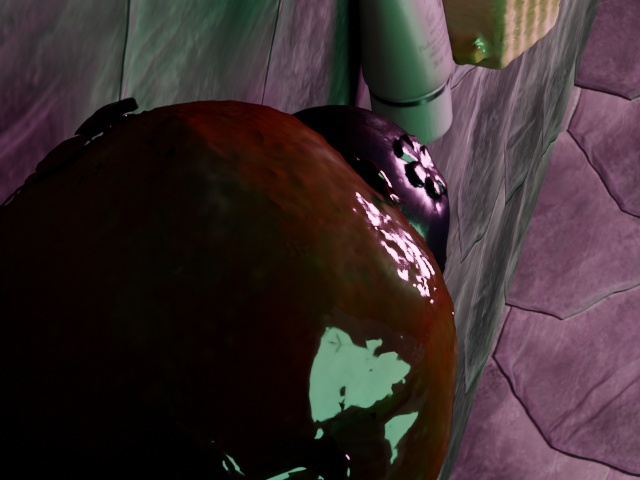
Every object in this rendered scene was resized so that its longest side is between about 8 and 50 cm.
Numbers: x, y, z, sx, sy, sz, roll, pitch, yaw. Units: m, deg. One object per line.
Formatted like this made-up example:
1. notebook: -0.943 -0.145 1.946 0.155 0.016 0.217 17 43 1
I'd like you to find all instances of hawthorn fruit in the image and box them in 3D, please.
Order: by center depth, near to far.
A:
1. hawthorn fruit: -0.073 0.075 1.060 0.316 0.316 0.316 14 90 -77

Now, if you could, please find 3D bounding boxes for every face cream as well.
1. face cream: 0.077 -0.234 1.813 0.143 0.089 0.314 -62 153 -45

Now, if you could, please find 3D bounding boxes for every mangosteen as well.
1. mangosteen: 0.000 0.000 1.555 0.230 0.194 0.194 -43 -178 26

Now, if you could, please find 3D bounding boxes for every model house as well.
1. model house: 0.199 -0.312 2.027 0.193 0.174 0.234 85 20 -57
